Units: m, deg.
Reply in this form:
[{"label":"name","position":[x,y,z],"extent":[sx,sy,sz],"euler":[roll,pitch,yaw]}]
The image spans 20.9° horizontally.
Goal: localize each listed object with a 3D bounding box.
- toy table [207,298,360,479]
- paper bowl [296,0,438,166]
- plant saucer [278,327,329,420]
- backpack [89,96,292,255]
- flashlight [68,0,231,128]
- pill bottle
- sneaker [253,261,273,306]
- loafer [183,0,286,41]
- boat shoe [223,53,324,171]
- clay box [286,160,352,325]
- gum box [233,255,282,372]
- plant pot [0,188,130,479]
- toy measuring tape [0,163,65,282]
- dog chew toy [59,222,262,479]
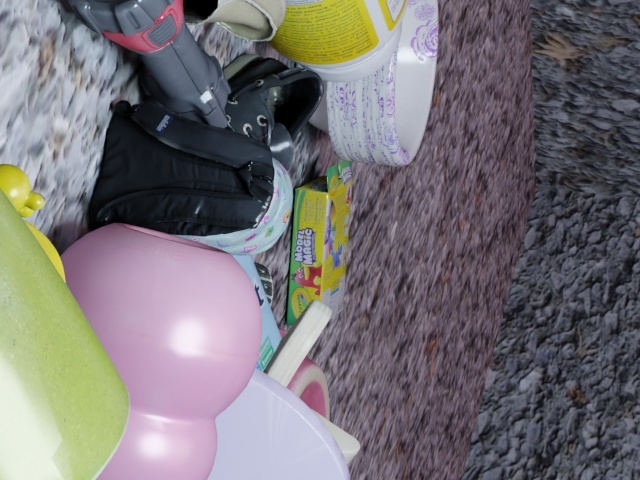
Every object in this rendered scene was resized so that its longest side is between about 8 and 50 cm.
[{"label":"toy table","position":[-0.082,0.184,1.817],"extent":[0.252,0.274,0.161],"euler":[-41,-170,21]},{"label":"paper bowl","position":[0.060,-0.246,2.314],"extent":[0.284,0.148,0.284],"euler":[7,90,-74]},{"label":"plant saucer","position":[-0.060,0.280,2.246],"extent":[0.332,0.084,0.332],"euler":[7,90,-75]},{"label":"backpack","position":[-0.118,-0.052,1.678],"extent":[0.115,0.182,0.152],"euler":[37,61,-73]},{"label":"flashlight","position":[-0.160,-0.197,1.640],"extent":[0.304,0.103,0.103],"euler":[63,32,-73]},{"label":"pill bottle","position":[-0.003,-0.311,1.969],"extent":[0.334,0.188,0.188],"euler":[59,40,-67]},{"label":"sneaker","position":[-0.098,0.105,2.101],"extent":[0.073,0.063,0.162],"euler":[143,-40,-87]},{"label":"loafer","position":[-0.120,-0.256,1.750],"extent":[0.268,0.102,0.092],"euler":[37,67,-60]},{"label":"boat shoe","position":[-0.078,-0.112,1.927],"extent":[0.340,0.113,0.127],"euler":[-54,147,-62]},{"label":"clay box","position":[0.000,0.000,2.391],"extent":[0.127,0.053,0.222],"euler":[-31,125,-71]},{"label":"gum box","position":[-0.106,0.088,1.960],"extent":[0.157,0.041,0.184],"euler":[-55,129,-59]},{"label":"plant pot","position":[-0.290,0.018,1.009],"extent":[0.275,0.275,0.293],"euler":[-59,136,-56]},{"label":"toy measuring tape","position":[-0.268,0.092,1.305],"extent":[0.121,0.121,0.330],"euler":[70,31,-60]},{"label":"dog chew toy","position":[-0.176,0.157,1.564],"extent":[0.206,0.207,0.332],"euler":[8,98,-75]}]
